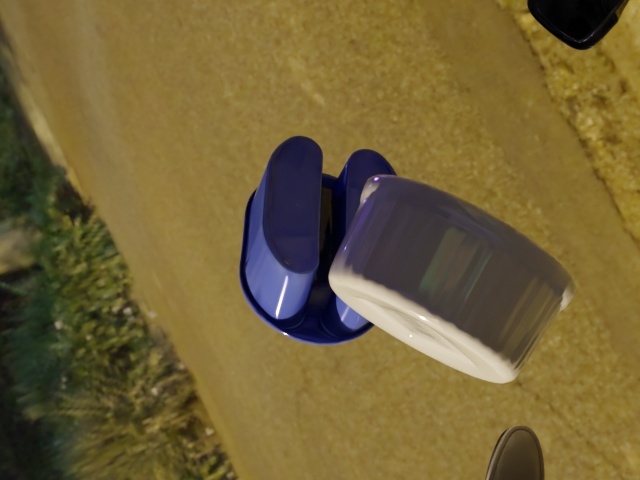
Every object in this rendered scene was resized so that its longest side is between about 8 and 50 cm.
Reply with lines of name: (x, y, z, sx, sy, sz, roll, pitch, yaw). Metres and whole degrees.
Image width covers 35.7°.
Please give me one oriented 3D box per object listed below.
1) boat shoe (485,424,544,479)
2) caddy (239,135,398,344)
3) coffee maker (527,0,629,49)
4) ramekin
boat shoe: (0.216, 0.320, 1.187, 0.065, 0.075, 0.206, 179, 97, -73)
caddy: (0.000, 0.000, 1.570, 0.179, 0.241, 0.341, 112, 165, -50)
coffee maker: (0.343, -0.317, 1.240, 0.120, 0.178, 0.171, 25, 139, 20)
ramekin: (0.144, 0.053, 1.162, 0.277, 0.135, 0.277, 29, 170, 6)
